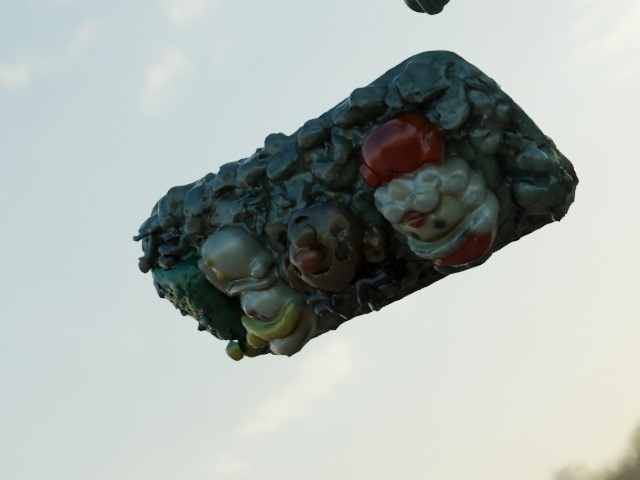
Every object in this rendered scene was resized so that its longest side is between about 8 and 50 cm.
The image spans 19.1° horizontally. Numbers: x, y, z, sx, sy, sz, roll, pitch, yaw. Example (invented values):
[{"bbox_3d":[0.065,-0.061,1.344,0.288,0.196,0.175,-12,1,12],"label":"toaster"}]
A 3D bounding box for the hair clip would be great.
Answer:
[{"bbox_3d":[-0.001,0.001,1.105,0.321,0.138,0.091,-29,23,46],"label":"hair clip"}]

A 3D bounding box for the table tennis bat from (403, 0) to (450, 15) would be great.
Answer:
[{"bbox_3d":[0.084,-0.272,1.453,0.038,0.237,0.149,-13,-35,25],"label":"table tennis bat"}]
